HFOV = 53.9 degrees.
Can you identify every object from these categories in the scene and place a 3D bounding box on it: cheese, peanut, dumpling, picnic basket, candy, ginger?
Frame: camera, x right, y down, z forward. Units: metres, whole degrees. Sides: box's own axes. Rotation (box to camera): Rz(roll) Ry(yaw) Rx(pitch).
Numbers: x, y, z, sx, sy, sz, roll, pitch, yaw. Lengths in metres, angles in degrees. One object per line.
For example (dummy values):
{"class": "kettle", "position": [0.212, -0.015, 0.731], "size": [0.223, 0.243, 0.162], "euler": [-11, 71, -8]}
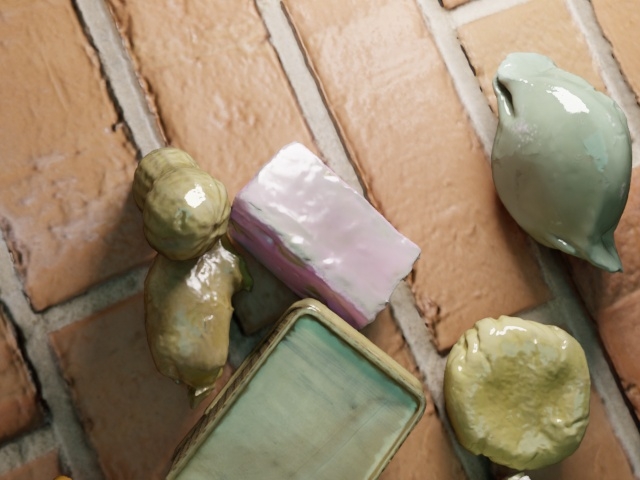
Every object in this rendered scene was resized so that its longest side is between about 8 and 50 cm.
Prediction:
{"class": "cheese", "position": [0.294, 0.232, 0.958], "size": [0.213, 0.117, 0.226], "euler": [10, 84, -2]}
{"class": "peanut", "position": [-0.192, -0.058, 0.866], "size": [0.123, 0.257, 0.124], "euler": [-8, 117, -17]}
{"class": "dumpling", "position": [0.372, -0.131, 0.992], "size": [0.211, 0.270, 0.321], "euler": [3, 106, 13]}
{"class": "picnic basket", "position": [-0.033, 0.261, 0.871], "size": [0.228, 0.175, 0.313], "euler": [39, 82, -3]}
{"class": "candy", "position": [0.000, 0.000, 0.927], "size": [0.265, 0.116, 0.155], "euler": [42, 59, -3]}
{"class": "ginger", "position": [-0.178, 0.095, 0.888], "size": [0.152, 0.138, 0.267], "euler": [17, 74, -11]}

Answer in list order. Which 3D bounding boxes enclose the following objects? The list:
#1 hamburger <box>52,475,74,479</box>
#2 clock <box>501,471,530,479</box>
{"class": "hamburger", "position": [-0.312, 0.439, 0.754], "size": [0.276, 0.276, 0.237], "euler": [-43, 92, -13]}
{"class": "clock", "position": [0.273, 0.483, 0.859], "size": [0.276, 0.120, 0.379], "euler": [-33, 69, -34]}
